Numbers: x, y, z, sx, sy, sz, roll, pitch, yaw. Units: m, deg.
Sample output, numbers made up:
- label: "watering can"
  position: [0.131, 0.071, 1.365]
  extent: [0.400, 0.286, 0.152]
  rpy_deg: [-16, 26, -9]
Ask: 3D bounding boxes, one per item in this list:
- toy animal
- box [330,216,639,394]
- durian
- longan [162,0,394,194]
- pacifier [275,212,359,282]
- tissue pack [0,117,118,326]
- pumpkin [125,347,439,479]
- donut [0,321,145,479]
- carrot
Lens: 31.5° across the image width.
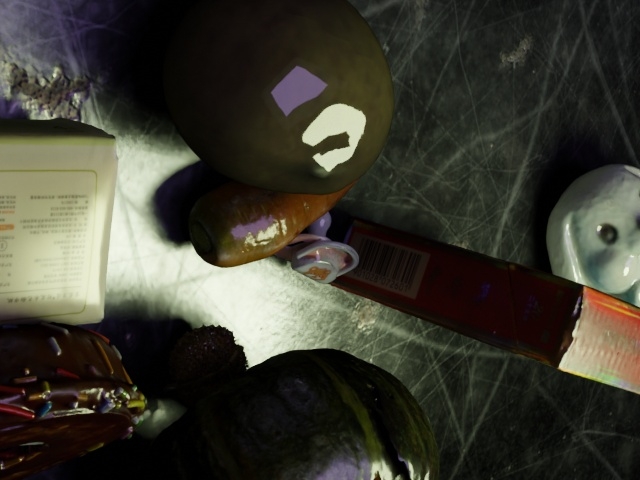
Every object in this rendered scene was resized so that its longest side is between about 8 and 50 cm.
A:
- label: "toy animal"
  position: [0.416, 0.032, 1.495]
  extent: [0.249, 0.174, 0.289]
  rpy_deg: [-16, 113, -27]
- label: "box"
  position: [0.189, 0.066, 1.190]
  extent: [0.197, 0.313, 0.089]
  rpy_deg: [21, 89, -44]
- label: "durian"
  position: [-0.113, 0.123, 1.095]
  extent: [0.091, 0.080, 0.080]
  rpy_deg: [-23, 116, -24]
- label: "longan"
  position: [-0.036, -0.139, 1.015]
  extent: [0.220, 0.196, 0.196]
  rpy_deg: [17, 89, -32]
- label: "pacifier"
  position: [0.000, 0.000, 1.174]
  extent: [0.099, 0.081, 0.078]
  rpy_deg: [31, 52, -43]
- label: "tissue pack"
  position: [-0.286, -0.013, 0.862]
  extent: [0.234, 0.125, 0.159]
  rpy_deg: [-5, 105, -43]
- label: "pumpkin"
  position: [-0.036, 0.242, 1.069]
  extent: [0.320, 0.192, 0.320]
  rpy_deg: [-25, 146, -18]
- label: "donut"
  position: [-0.254, 0.134, 0.880]
  extent: [0.235, 0.235, 0.089]
  rpy_deg: [-2, 64, -42]
- label: "carrot"
  position: [-0.040, -0.038, 1.111]
  extent: [0.193, 0.087, 0.087]
  rpy_deg: [-29, 120, -32]
